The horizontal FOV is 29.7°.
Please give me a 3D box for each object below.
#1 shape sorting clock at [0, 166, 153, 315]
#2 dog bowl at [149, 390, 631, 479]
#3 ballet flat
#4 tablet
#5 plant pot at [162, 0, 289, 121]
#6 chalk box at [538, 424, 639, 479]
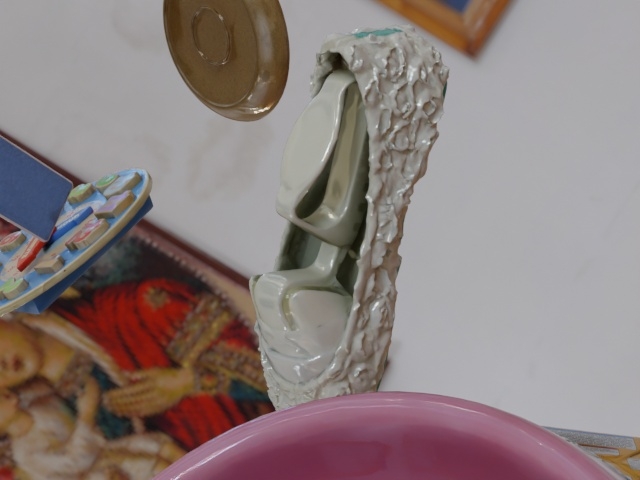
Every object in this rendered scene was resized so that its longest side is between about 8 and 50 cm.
[{"bbox_3d":[-0.234,0.000,1.052,0.206,0.040,0.206,-26,25,13],"label":"shape sorting clock"},{"bbox_3d":[0.020,0.247,0.535,0.408,0.408,0.150,-60,-40,-26],"label":"dog bowl"},{"bbox_3d":[0.000,0.000,1.089,0.147,0.147,0.409,-79,2,-80],"label":"ballet flat"},{"bbox_3d":[-0.230,-0.039,0.928,0.006,0.083,0.054,7,69,42],"label":"tablet"},{"bbox_3d":[-0.129,-0.259,1.517,0.032,0.236,0.236,-24,-19,-37],"label":"plant pot"},{"bbox_3d":[0.243,0.347,1.179,0.179,0.180,0.289,-56,-27,-77],"label":"chalk box"}]
